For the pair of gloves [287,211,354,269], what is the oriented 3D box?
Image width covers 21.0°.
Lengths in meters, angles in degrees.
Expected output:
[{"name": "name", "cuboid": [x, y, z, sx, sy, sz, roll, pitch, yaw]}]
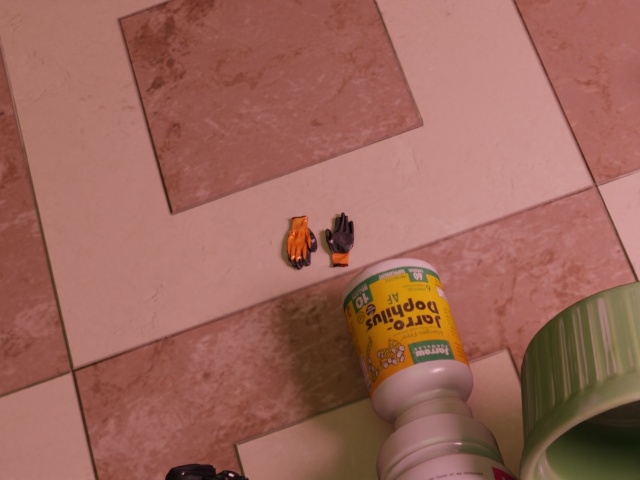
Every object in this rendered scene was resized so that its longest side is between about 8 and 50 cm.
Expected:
[{"name": "pair of gloves", "cuboid": [0.000, 0.000, 2.100, 0.083, 0.010, 0.074, -3, 60, 11]}]

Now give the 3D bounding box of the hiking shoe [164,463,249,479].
[{"name": "hiking shoe", "cuboid": [-0.044, 0.351, 1.870, 0.304, 0.113, 0.132, 23, 98, 18]}]

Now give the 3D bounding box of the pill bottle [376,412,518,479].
[{"name": "pill bottle", "cuboid": [0.144, 0.320, 1.756, 0.160, 0.160, 0.283, -17, 39, 4]}]

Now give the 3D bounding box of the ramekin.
[{"name": "ramekin", "cuboid": [0.345, 0.171, 1.752, 0.303, 0.303, 0.148, -10, 51, 8]}]

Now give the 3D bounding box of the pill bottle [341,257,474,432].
[{"name": "pill bottle", "cuboid": [0.103, 0.133, 1.933, 0.117, 0.117, 0.208, -18, 58, 3]}]
